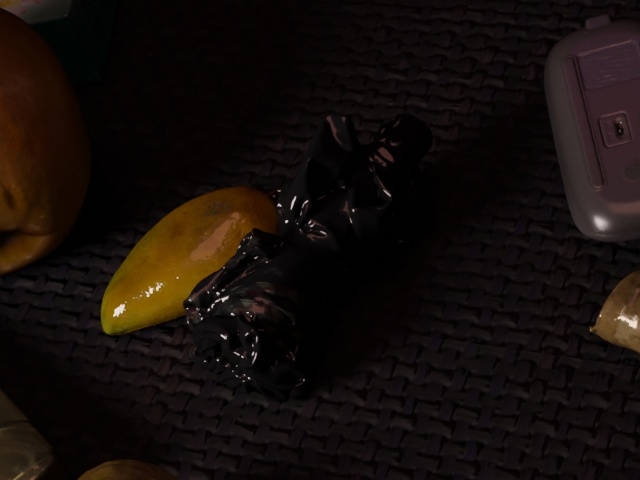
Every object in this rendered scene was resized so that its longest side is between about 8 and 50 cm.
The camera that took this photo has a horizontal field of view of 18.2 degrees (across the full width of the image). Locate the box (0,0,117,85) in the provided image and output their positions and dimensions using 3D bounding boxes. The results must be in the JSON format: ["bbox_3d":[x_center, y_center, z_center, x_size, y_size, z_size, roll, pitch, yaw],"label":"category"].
[{"bbox_3d":[-0.326,-0.214,1.920,0.244,0.092,0.153,-8,47,13],"label":"box"}]

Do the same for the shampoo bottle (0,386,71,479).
[{"bbox_3d":[-0.331,0.137,1.610,0.350,0.084,0.125,30,63,37],"label":"shampoo bottle"}]

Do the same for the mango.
[{"bbox_3d":[-0.106,0.014,1.654,0.187,0.066,0.101,-32,45,0],"label":"mango"}]

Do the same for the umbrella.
[{"bbox_3d":[-0.001,0.000,1.592,0.122,0.110,0.272,40,69,-3],"label":"umbrella"}]

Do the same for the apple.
[{"bbox_3d":[-0.315,-0.076,1.696,0.242,0.242,0.241,-29,61,-6],"label":"apple"}]

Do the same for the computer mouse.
[{"bbox_3d":[0.248,-0.087,1.613,0.120,0.057,0.232,-15,49,8],"label":"computer mouse"}]

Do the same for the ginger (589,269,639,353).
[{"bbox_3d":[0.292,0.049,1.466,0.190,0.069,0.095,-14,24,9],"label":"ginger"}]

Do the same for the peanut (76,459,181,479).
[{"bbox_3d":[-0.146,0.261,1.410,0.120,0.110,0.236,1,51,10],"label":"peanut"}]
